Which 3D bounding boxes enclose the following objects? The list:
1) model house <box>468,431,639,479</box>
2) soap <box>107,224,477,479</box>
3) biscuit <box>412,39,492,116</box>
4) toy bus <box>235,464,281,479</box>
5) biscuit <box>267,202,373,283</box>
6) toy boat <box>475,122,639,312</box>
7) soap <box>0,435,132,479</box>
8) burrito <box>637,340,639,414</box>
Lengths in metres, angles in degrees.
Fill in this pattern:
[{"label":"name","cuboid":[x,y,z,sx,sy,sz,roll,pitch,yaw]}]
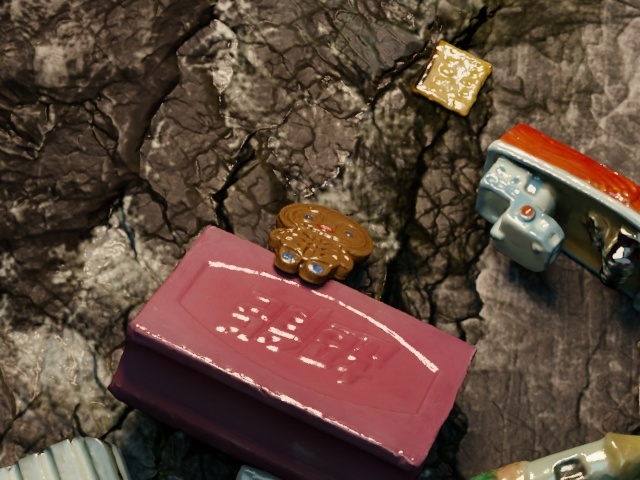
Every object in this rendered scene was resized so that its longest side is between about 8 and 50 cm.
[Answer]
[{"label":"model house","cuboid":[0.347,0.339,1.650,0.325,0.194,0.267,-19,71,8]},{"label":"soap","cuboid":[-0.029,0.149,1.738,0.359,0.128,0.233,25,38,7]},{"label":"biscuit","cuboid":[0.170,-0.209,1.960,0.081,0.018,0.083,26,74,8]},{"label":"toy bus","cuboid":[0.023,0.328,1.733,0.268,0.106,0.092,16,75,4]},{"label":"biscuit","cuboid":[0.000,0.000,1.826,0.124,0.175,0.026,22,117,5]},{"label":"toy boat","cuboid":[0.329,0.004,1.819,0.332,0.145,0.133,33,63,15]},{"label":"soap","cuboid":[-0.262,0.362,1.733,0.150,0.094,0.261,-22,74,-2]},{"label":"burrito","cuboid":[0.406,0.192,1.813,0.055,0.041,0.149,-1,71,14]}]
